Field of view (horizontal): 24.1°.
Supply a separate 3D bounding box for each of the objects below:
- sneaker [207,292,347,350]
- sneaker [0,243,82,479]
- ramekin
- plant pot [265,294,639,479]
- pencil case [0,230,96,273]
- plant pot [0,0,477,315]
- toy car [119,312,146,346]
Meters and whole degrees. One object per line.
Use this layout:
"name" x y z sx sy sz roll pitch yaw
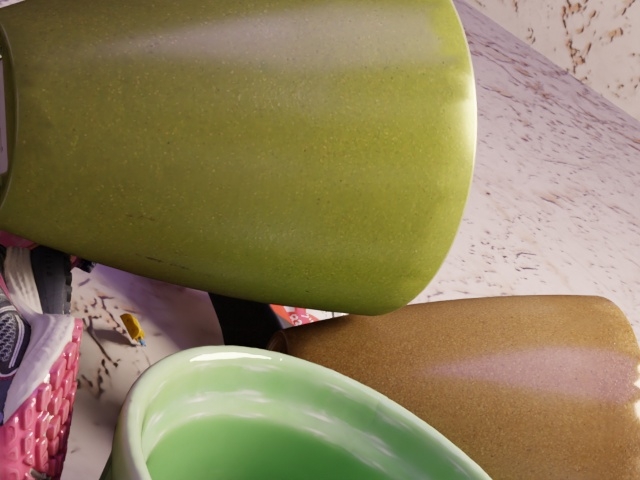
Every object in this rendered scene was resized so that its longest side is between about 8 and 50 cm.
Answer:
"sneaker" -0.039 0.006 1.314 0.145 0.090 0.270 1 67 -55
"sneaker" -0.214 0.083 0.944 0.112 0.121 0.299 7 15 -16
"ramekin" -0.015 0.217 0.931 0.303 0.148 0.303 26 23 -12
"plant pot" 0.083 0.145 1.150 0.254 0.237 0.237 8 29 -14
"pencil case" -0.325 -0.120 1.227 0.386 0.160 0.167 42 26 25
"plant pot" -0.090 -0.079 1.035 0.293 0.275 0.275 -1 37 -31
"toy car" -0.100 0.091 1.210 0.122 0.060 0.040 45 -7 14
